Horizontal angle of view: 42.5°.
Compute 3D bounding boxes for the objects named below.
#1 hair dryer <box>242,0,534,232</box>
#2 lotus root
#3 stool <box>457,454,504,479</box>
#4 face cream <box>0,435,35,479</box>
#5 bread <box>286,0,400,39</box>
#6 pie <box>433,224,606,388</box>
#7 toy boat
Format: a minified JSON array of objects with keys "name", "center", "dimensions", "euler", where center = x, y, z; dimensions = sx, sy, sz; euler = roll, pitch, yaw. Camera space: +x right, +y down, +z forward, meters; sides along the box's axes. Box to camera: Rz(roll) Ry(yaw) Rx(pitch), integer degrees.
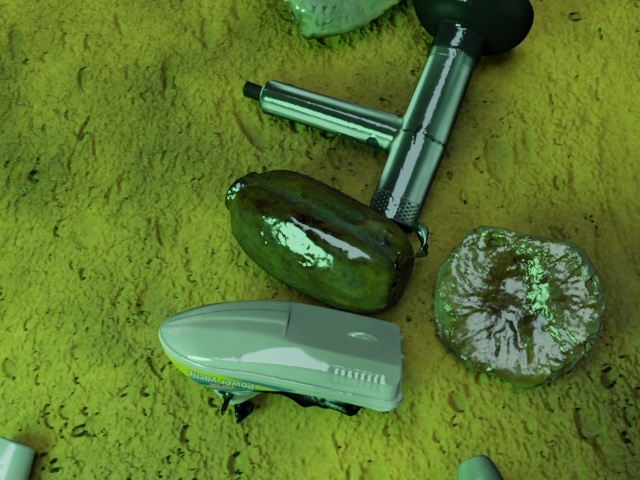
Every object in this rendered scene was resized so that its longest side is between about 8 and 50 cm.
[{"name":"hair dryer","center":[0.068,-0.211,1.026],"dimensions":[0.284,0.156,0.320],"euler":[31,83,1]},{"name":"lotus root","center":[0.000,0.000,0.969],"dimensions":[0.241,0.123,0.124],"euler":[28,44,17]},{"name":"stool","center":[0.119,0.336,0.791],"dimensions":[0.195,0.195,0.199],"euler":[-19,67,-2]},{"name":"face cream","center":[-0.382,0.314,0.923],"dimensions":[0.072,0.051,0.182],"euler":[17,71,10]},{"name":"bread","center":[0.004,-0.443,1.077],"dimensions":[0.250,0.225,0.279],"euler":[-29,62,4]},{"name":"pie","center":[0.223,0.077,0.940],"dimensions":[0.195,0.046,0.195],"euler":[-1,85,17]},{"name":"toy boat","center":[-0.041,0.138,0.923],"dimensions":[0.269,0.141,0.141],"euler":[-1,69,4]}]
